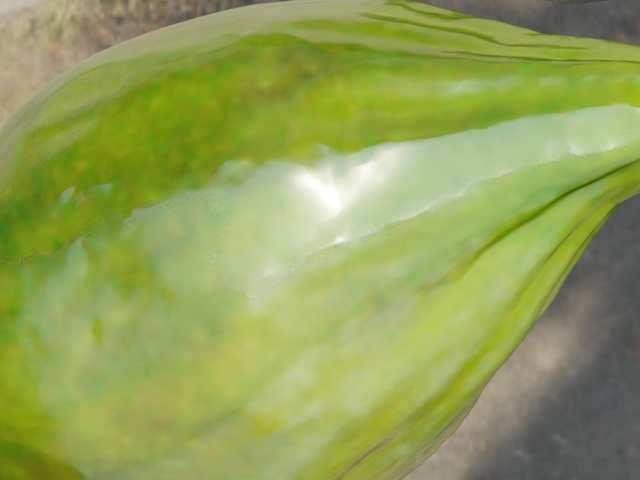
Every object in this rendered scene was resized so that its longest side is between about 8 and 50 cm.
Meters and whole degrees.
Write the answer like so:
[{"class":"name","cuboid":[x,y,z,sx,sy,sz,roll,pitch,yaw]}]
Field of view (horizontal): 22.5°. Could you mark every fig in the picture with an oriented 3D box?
[{"class":"fig","cuboid":[-0.015,-0.005,0.470,0.167,0.167,0.233,29,112,-27]}]

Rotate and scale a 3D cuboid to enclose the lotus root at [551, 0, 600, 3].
[{"class":"lotus root","cuboid":[0.187,-0.244,0.825,0.346,0.250,0.250,-15,141,-29]}]
